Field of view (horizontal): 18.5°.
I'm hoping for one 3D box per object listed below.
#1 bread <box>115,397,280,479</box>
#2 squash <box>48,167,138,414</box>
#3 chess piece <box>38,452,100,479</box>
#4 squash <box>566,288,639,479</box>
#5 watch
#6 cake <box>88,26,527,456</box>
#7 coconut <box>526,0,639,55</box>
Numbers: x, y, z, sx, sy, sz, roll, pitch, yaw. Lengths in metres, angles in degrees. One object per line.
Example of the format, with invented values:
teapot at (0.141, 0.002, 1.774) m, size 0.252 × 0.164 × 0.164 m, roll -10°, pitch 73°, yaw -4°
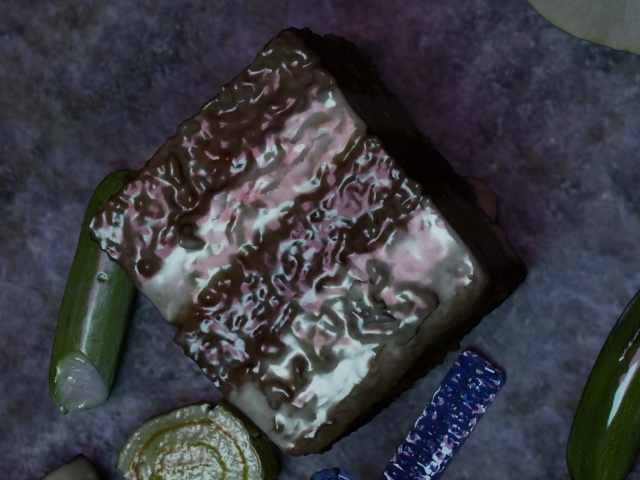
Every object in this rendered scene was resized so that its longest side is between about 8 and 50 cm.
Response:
bread at (-0.116, 0.212, 1.812) m, size 0.156 × 0.064 × 0.118 m, roll -15°, pitch 81°, yaw 14°
squash at (-0.205, 0.049, 1.836) m, size 0.069 × 0.069 × 0.239 m, roll 14°, pitch 91°, yaw 14°
chess piece at (-0.182, 0.351, 1.800) m, size 0.137 × 0.137 × 0.301 m, roll -41°, pitch 83°, yaw 10°
squash at (0.286, 0.105, 1.710) m, size 0.080 × 0.071 × 0.318 m, roll 28°, pitch 95°, yaw 12°
watch at (0.034, 0.251, 1.734) m, size 0.068 × 0.276 × 0.275 m, roll 33°, pitch 122°, yaw 18°
cake at (0.000, 0.000, 1.679) m, size 0.256 × 0.282 × 0.290 m, roll -45°, pitch 81°, yaw 12°
coconut at (0.266, -0.290, 1.598) m, size 0.328 × 0.329 × 0.329 m, roll 0°, pitch 88°, yaw 14°
